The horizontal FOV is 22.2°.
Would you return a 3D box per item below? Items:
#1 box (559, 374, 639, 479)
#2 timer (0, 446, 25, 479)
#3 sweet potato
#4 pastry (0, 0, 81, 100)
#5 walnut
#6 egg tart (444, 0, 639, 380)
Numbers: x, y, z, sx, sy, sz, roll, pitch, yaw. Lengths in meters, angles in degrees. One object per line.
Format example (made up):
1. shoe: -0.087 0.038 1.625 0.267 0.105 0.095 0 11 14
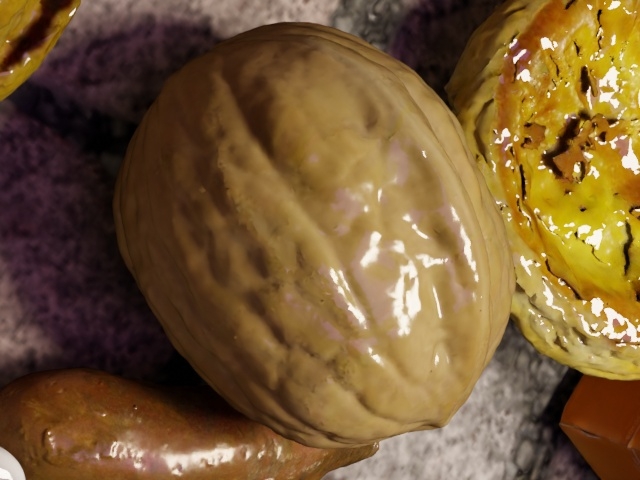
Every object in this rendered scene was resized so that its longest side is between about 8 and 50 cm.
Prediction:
1. box: 0.359 0.059 1.186 0.143 0.225 0.341 41 76 -35
2. timer: -0.292 0.149 0.809 0.192 0.195 0.194 26 83 -33
3. sweet potato: -0.072 0.128 1.005 0.292 0.097 0.097 6 95 -33
4. pastry: -0.277 -0.186 0.783 0.356 0.164 0.356 -6 101 -29
5. walnut: 0.000 0.000 0.954 0.225 0.225 0.261 -31 89 -25
6. egg tart: 0.199 -0.049 1.111 0.290 0.115 0.290 1 86 -21
